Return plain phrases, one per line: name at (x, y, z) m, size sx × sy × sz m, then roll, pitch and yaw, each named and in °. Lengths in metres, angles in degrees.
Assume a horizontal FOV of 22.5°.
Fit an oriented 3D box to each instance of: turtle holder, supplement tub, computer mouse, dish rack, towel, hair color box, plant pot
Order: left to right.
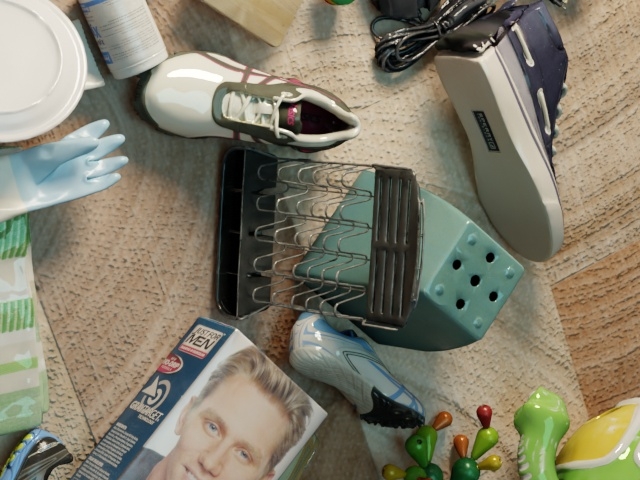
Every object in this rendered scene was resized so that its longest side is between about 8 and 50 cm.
towel at (-0.427, 0.067, 1.765) m, size 0.248 × 0.038 × 0.324 m, roll -8°, pitch 101°, yaw -28°
supplement tub at (-0.223, -0.244, 1.819) m, size 0.071 × 0.071 × 0.107 m, roll -30°, pitch 109°, yaw -23°
hair color box at (-0.170, 0.279, 1.891) m, size 0.174 × 0.105 × 0.347 m, roll 45°, pitch 74°, yaw -26°
dish rack at (0.000, 0.000, 1.869) m, size 0.074 × 0.272 × 0.208 m, roll -4°, pitch 99°, yaw -49°
computer mouse at (0.114, -0.361, 1.992) m, size 0.188 × 0.072 × 0.272 m, roll -31°, pitch 110°, yaw -22°
plant pot at (0.121, 0.033, 1.950) m, size 0.166 × 0.234 × 0.165 m, roll 40°, pitch 77°, yaw -26°
turtle holder at (0.401, 0.331, 2.168) m, size 0.320 × 0.243 × 0.227 m, roll 18°, pitch 68°, yaw 9°

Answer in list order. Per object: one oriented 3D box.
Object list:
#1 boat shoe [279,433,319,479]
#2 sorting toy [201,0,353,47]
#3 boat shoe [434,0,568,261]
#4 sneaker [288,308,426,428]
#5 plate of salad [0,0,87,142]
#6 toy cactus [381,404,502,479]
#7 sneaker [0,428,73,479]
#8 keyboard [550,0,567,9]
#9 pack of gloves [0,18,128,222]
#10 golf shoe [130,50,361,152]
boat shoe at (-0.060, 0.311, 1.982) m, size 0.190 × 0.068 × 0.072 m, roll -54°, pitch 128°, yaw -13°
sorting toy at (-0.088, -0.321, 1.899) m, size 0.275 × 0.046 × 0.132 m, roll 30°, pitch 81°, yaw -29°
boat shoe at (0.273, -0.147, 2.074) m, size 0.158 × 0.127 × 0.340 m, roll -39°, pitch 123°, yaw -28°
sneaker at (0.054, 0.166, 2.020) m, size 0.237 × 0.085 × 0.086 m, roll 38°, pitch 51°, yaw -34°
plate of salad at (-0.352, -0.190, 1.732) m, size 0.200 × 0.048 × 0.199 m, roll 7°, pitch 64°, yaw -16°
toy cactus at (0.157, 0.326, 2.091) m, size 0.219 × 0.112 × 0.180 m, roll -35°, pitch 121°, yaw -30°
sneaker at (-0.340, 0.306, 1.814) m, size 0.078 × 0.067 × 0.188 m, roll 30°, pitch 78°, yaw -7°
keyboard at (0.235, -0.402, 2.026) m, size 0.317 × 0.033 × 0.201 m, roll 19°, pitch 58°, yaw -36°
pack of gloves at (-0.327, -0.128, 1.756) m, size 0.232 × 0.046 × 0.195 m, roll -20°, pitch 89°, yaw -28°
golf shoe at (-0.081, -0.162, 1.882) m, size 0.273 × 0.120 × 0.105 m, roll 5°, pitch 95°, yaw -28°
